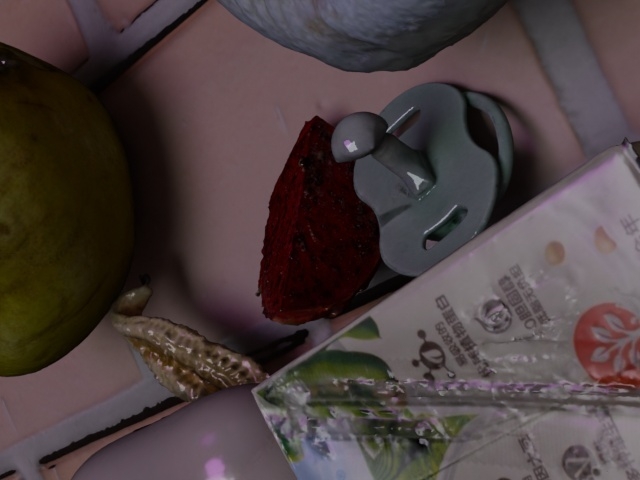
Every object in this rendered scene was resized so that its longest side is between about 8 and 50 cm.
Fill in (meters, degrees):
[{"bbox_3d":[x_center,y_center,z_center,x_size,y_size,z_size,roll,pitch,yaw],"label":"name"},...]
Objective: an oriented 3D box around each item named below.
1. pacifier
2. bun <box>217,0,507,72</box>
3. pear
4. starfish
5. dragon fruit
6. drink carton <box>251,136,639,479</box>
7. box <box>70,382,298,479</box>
[{"bbox_3d":[0.060,-0.055,0.867,0.127,0.117,0.150,-35,47,28],"label":"pacifier"},{"bbox_3d":[0.033,-0.268,0.756,0.354,0.194,0.354,34,136,40],"label":"bun"},{"bbox_3d":[-0.285,-0.025,1.138,0.269,0.269,0.321,45,145,24],"label":"pear"},{"bbox_3d":[-0.011,0.235,1.073,0.432,0.082,0.324,17,118,32],"label":"starfish"},{"bbox_3d":[0.000,0.000,0.987,0.106,0.083,0.162,139,139,-62],"label":"dragon fruit"},{"bbox_3d":[0.135,0.094,0.804,0.324,0.132,0.194,-36,75,34],"label":"drink carton"},{"bbox_3d":[-0.046,0.291,0.979,0.289,0.141,0.349,-30,85,40],"label":"box"}]
